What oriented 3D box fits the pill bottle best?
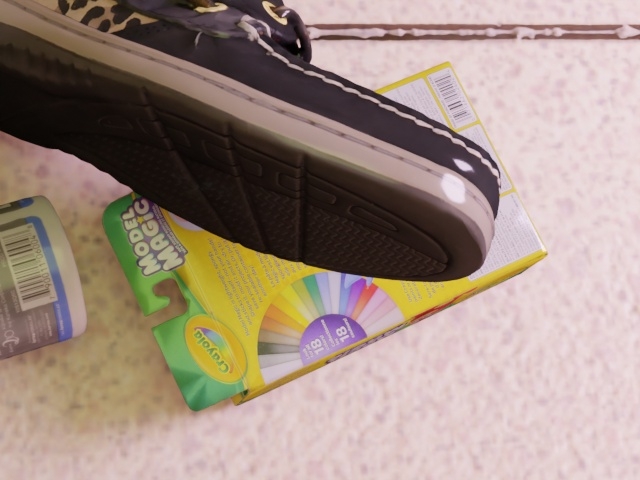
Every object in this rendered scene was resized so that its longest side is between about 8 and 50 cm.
[{"bbox_3d":[-0.195,0.031,0.735,0.137,0.078,0.078,-17,81,-17],"label":"pill bottle"}]

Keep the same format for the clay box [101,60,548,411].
[{"bbox_3d":[0.000,0.000,0.804,0.222,0.053,0.127,-23,81,-17],"label":"clay box"}]

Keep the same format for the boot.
[{"bbox_3d":[-0.040,-0.159,0.759,0.377,0.138,0.284,22,67,19],"label":"boot"}]
